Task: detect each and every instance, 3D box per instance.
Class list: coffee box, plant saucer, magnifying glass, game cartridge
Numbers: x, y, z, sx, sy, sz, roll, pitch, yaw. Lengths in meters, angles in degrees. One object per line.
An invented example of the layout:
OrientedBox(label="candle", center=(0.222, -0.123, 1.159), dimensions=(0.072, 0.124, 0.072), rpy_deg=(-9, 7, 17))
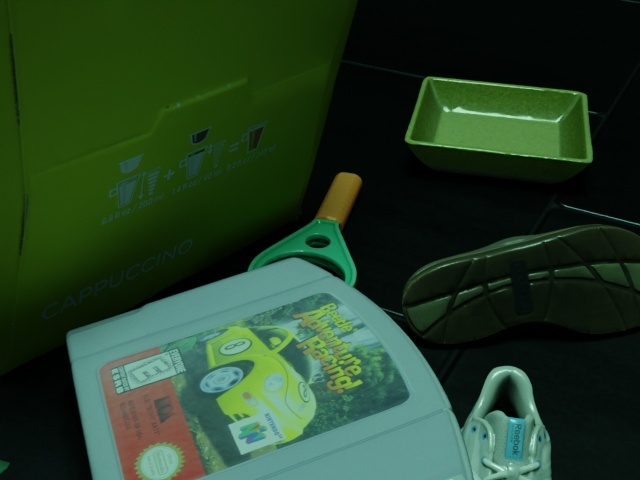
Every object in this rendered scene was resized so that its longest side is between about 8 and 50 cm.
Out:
OrientedBox(label="coffee box", center=(-0.206, -0.168, 0.719), dimensions=(0.334, 0.338, 0.337), rpy_deg=(39, 45, 23))
OrientedBox(label="plant saucer", center=(0.195, -0.117, 0.991), dimensions=(0.188, 0.045, 0.188), rpy_deg=(7, 32, 10))
OrientedBox(label="magnifying glass", center=(0.000, 0.000, 0.812), dimensions=(0.092, 0.026, 0.231), rpy_deg=(9, 32, 11))
OrientedBox(label="game cartridge", center=(-0.037, 0.100, 0.529), dimensions=(0.196, 0.060, 0.294), rpy_deg=(-15, 26, -16))

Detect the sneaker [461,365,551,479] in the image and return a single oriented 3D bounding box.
OrientedBox(label="sneaker", center=(0.104, 0.146, 0.526), dimensions=(0.071, 0.083, 0.190), rpy_deg=(5, 33, 3))

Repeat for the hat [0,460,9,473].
OrientedBox(label="hat", center=(-0.173, 0.231, 0.423), dimensions=(0.173, 0.183, 0.208), rpy_deg=(-38, 2, 3))

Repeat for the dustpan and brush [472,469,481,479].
OrientedBox(label="dustpan and brush", center=(0.030, 0.118, 0.574), dimensions=(0.147, 0.060, 0.211), rpy_deg=(-18, 32, -28))

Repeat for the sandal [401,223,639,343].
OrientedBox(label="sandal", center=(0.168, 0.036, 0.728), dimensions=(0.219, 0.090, 0.060), rpy_deg=(-10, 11, -6))
